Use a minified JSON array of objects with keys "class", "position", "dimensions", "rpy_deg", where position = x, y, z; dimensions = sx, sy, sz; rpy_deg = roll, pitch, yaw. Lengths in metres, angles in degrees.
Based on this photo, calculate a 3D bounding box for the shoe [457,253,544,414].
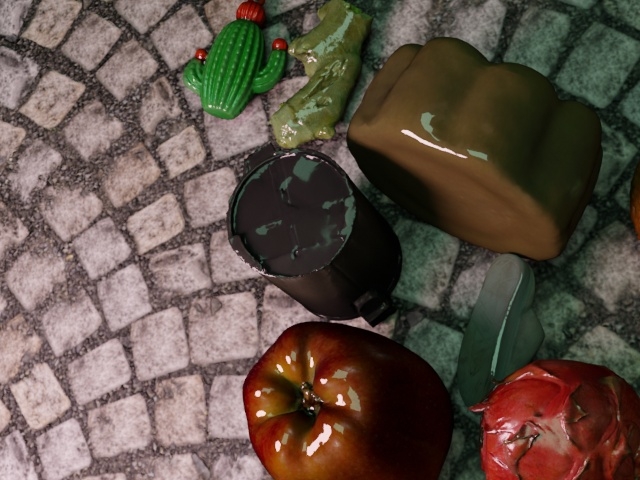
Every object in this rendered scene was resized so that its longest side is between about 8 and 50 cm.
[{"class":"shoe","position":[0.288,0.148,1.521],"dimensions":[0.103,0.100,0.251],"rpy_deg":[19,97,62]}]

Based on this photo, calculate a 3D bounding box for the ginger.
[{"class":"ginger","position":[0.001,-0.294,1.737],"dimensions":[0.137,0.089,0.290],"rpy_deg":[13,83,2]}]

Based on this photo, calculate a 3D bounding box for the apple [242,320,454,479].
[{"class":"apple","position":[0.039,0.262,1.453],"dimensions":[0.288,0.317,0.288],"rpy_deg":[-14,59,26]}]

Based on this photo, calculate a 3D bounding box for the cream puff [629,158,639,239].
[{"class":"cream puff","position":[0.600,-0.065,1.419],"dimensions":[0.303,0.212,0.303],"rpy_deg":[-9,69,25]}]

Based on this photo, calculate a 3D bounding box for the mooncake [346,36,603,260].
[{"class":"mooncake","position":[0.235,-0.141,1.470],"dimensions":[0.378,0.378,0.201],"rpy_deg":[24,77,22]}]

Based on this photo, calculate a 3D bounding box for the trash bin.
[{"class":"trash bin","position":[0.000,0.000,1.531],"dimensions":[0.203,0.301,0.252],"rpy_deg":[-36,67,4]}]

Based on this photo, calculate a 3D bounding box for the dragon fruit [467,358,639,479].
[{"class":"dragon fruit","position":[0.344,0.281,1.390],"dimensions":[0.252,0.241,0.241],"rpy_deg":[-12,71,26]}]

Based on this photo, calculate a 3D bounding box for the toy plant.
[{"class":"toy plant","position":[-0.139,-0.329,1.790],"dimensions":[0.154,0.088,0.240],"rpy_deg":[39,77,11]}]
